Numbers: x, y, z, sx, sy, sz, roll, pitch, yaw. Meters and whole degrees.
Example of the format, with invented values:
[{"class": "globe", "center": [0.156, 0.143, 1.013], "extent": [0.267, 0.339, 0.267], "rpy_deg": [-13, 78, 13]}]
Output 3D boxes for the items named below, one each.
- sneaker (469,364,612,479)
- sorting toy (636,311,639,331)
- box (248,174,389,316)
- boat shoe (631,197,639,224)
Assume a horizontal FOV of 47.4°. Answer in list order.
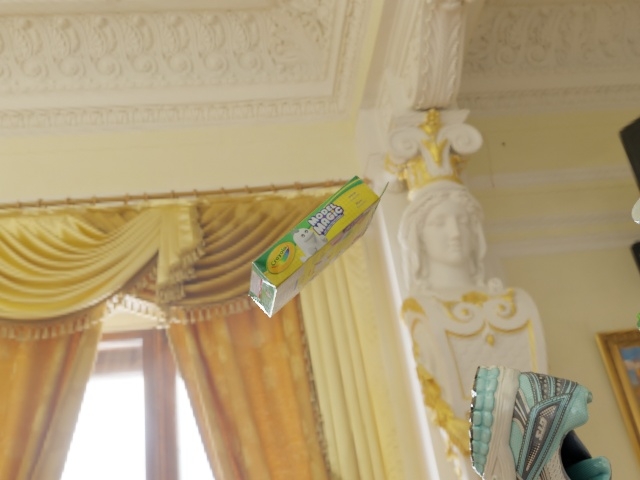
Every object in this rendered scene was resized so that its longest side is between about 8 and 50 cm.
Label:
[{"class": "sneaker", "center": [0.217, 0.256, 0.706], "extent": [0.122, 0.110, 0.283], "rpy_deg": [-2, -67, 23]}, {"class": "sorting toy", "center": [0.573, 0.156, 0.992], "extent": [0.365, 0.126, 0.127], "rpy_deg": [13, -58, -19]}, {"class": "box", "center": [0.000, 0.000, 0.809], "extent": [0.179, 0.043, 0.105], "rpy_deg": [-39, -13, -21]}, {"class": "boat shoe", "center": [0.658, -0.095, 1.335], "extent": [0.083, 0.065, 0.183], "rpy_deg": [21, -63, -29]}]
